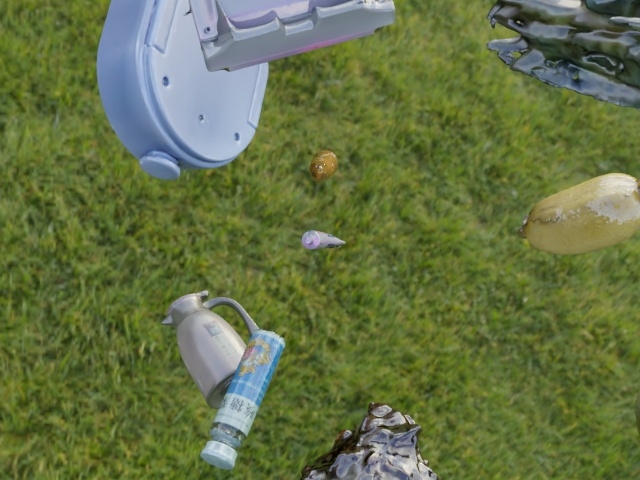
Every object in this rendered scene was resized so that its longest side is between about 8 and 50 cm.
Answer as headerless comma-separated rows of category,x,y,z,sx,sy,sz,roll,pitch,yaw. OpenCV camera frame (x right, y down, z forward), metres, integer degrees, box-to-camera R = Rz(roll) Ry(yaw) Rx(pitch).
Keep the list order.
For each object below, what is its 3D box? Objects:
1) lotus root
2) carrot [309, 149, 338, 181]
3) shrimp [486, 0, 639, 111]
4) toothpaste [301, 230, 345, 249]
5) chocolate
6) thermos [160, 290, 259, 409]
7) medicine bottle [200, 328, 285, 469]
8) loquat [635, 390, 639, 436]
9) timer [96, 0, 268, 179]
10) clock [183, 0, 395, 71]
lotus root,0.535,-0.047,2.018,0.131,0.303,0.146,51,36,-27
carrot,0.001,-0.117,1.654,0.047,0.047,0.191,24,12,2
shrimp,0.316,-0.083,0.627,0.445,0.272,0.085,12,86,1
toothpaste,0.000,0.000,1.568,0.045,0.170,0.028,2,90,13
chocolate,0.075,0.292,1.260,0.206,0.224,0.177,34,64,-38
thermos,-0.171,0.165,1.698,0.137,0.105,0.193,-29,57,-14
medicine bottle,-0.103,0.211,1.380,0.051,0.051,0.191,22,62,0
loquat,0.561,0.287,1.568,0.152,0.152,0.195,-23,77,-30
timer,-0.282,-0.300,2.018,0.173,0.395,0.395,-1,43,32
clock,-0.049,-0.323,1.247,0.253,0.083,0.186,-16,77,-2
